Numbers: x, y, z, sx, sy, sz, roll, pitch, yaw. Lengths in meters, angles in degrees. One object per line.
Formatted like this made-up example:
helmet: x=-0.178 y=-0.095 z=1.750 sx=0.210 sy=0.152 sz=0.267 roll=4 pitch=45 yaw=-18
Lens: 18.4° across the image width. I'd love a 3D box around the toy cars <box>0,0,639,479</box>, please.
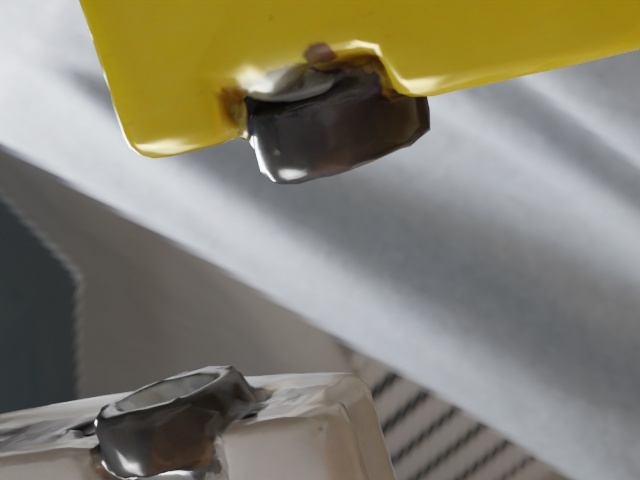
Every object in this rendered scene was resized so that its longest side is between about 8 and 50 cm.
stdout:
toy cars: x=0.000 y=0.000 z=0.422 sx=0.087 sy=0.176 sz=0.393 roll=-30 pitch=-25 yaw=-53
